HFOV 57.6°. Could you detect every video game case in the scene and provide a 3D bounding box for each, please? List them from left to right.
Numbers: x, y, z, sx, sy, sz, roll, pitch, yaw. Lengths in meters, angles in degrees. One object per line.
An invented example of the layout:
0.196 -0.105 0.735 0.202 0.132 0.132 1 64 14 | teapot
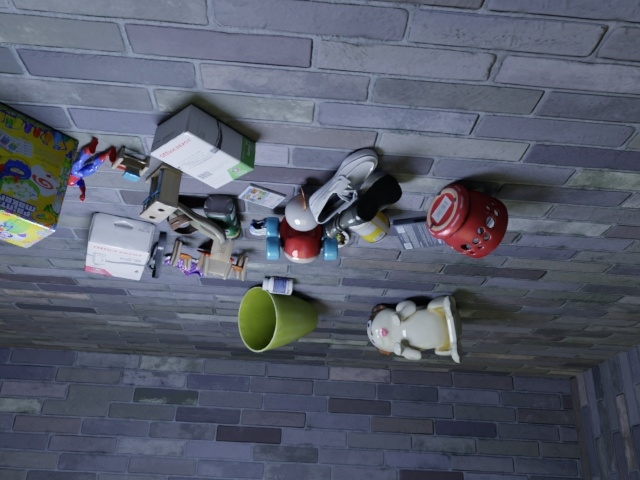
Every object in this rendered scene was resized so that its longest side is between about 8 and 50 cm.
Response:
-0.182 -0.136 1.806 0.122 0.011 0.087 16 151 -27 | video game case
0.398 -0.030 1.959 0.274 0.026 0.196 -7 153 17 | video game case

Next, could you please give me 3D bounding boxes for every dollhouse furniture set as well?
-0.513 -0.153 1.666 0.184 0.129 0.129 20 149 -33 | dollhouse furniture set
-0.382 0.053 2.075 0.262 0.135 0.259 14 178 -22 | dollhouse furniture set

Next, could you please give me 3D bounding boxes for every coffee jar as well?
-0.312 -0.069 1.878 0.096 0.079 0.184 6 154 4 | coffee jar

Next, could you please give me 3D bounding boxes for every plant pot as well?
-0.164 0.343 2.556 0.293 0.274 0.275 6 159 -43 | plant pot
0.423 -0.060 1.707 0.174 0.191 0.191 20 149 -26 | plant pot

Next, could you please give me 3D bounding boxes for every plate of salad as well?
0.000 0.000 2.031 0.200 0.048 0.200 2 154 1 | plate of salad

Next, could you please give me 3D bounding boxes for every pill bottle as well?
-0.178 0.186 2.409 0.120 0.067 0.067 7 154 -10 | pill bottle
0.134 -0.070 1.810 0.103 0.103 0.184 -14 149 31 | pill bottle

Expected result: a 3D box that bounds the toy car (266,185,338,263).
-0.054 -0.074 1.786 0.219 0.210 0.238 1 126 -6 | toy car

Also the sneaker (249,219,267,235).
-0.176 -0.042 1.958 0.135 0.052 0.058 -1 150 6 | sneaker

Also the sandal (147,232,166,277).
-0.608 0.051 2.152 0.054 0.097 0.254 9 143 -15 | sandal

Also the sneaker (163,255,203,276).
-0.525 0.101 2.261 0.170 0.071 0.068 16 151 -25 | sneaker

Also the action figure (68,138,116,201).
-0.691 -0.170 1.650 0.091 0.139 0.280 27 148 -38 | action figure

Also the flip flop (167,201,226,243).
-0.425 -0.051 1.843 0.277 0.080 0.112 28 161 15 | flip flop

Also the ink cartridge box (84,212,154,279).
-0.721 0.028 2.073 0.207 0.117 0.283 12 153 -19 | ink cartridge box

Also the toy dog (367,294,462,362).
0.404 0.374 2.576 0.408 0.284 0.395 -8 -171 18 | toy dog

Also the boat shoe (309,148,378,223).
0.072 -0.143 1.615 0.095 0.084 0.258 18 130 -34 | boat shoe

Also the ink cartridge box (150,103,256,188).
-0.302 -0.238 1.512 0.160 0.092 0.219 -19 146 37 | ink cartridge box

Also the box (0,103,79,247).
-0.820 -0.173 1.483 0.177 0.279 0.290 -20 146 38 | box

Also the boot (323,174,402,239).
0.116 -0.096 1.660 0.161 0.246 0.083 -27 98 47 | boot
